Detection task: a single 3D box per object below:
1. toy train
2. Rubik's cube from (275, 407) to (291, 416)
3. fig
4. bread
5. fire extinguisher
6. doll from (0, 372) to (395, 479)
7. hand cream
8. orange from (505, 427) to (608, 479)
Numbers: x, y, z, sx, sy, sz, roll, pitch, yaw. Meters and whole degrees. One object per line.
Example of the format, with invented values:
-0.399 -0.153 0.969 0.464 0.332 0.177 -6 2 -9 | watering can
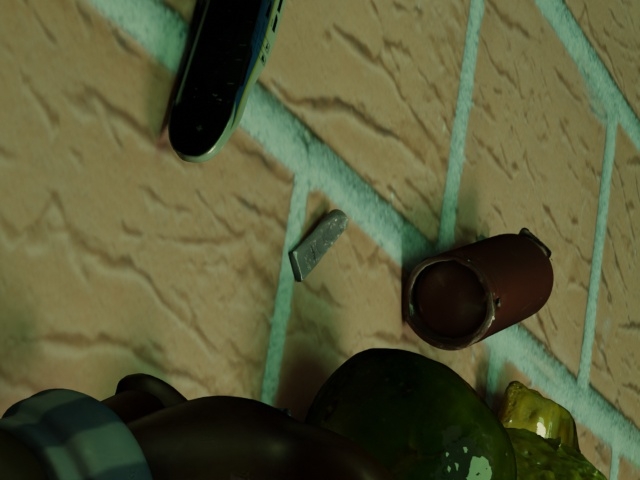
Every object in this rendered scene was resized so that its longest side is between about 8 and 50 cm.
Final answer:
-0.063 -0.152 1.436 0.051 0.052 0.234 61 37 -58 | toy train
-0.071 0.178 1.391 0.092 0.092 0.092 -54 139 -55 | Rubik's cube
0.046 0.207 1.611 0.245 0.195 0.195 -42 142 -10 | fig
0.233 0.247 2.128 0.233 0.088 0.161 38 55 -64 | bread
0.168 0.040 1.954 0.269 0.104 0.105 -17 107 -66 | fire extinguisher
-0.119 0.191 1.084 0.339 0.318 0.209 -3 122 -43 | doll
0.000 0.000 1.641 0.093 0.019 0.030 -52 137 -51 | hand cream
0.184 0.321 1.850 0.301 0.223 0.300 -19 104 -65 | orange
